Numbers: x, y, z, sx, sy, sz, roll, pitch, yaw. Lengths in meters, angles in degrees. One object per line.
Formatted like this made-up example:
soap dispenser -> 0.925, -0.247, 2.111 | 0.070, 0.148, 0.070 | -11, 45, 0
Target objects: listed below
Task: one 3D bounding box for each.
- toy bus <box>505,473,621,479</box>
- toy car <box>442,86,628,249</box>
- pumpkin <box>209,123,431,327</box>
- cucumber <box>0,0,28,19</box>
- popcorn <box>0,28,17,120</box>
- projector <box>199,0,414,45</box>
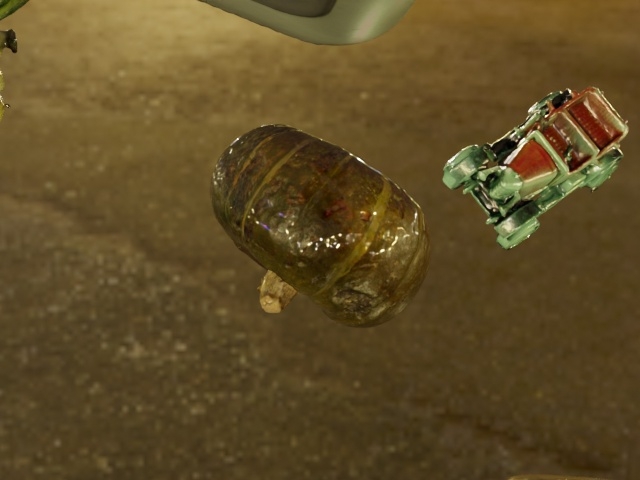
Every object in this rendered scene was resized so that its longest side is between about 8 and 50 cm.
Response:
toy bus -> 0.159, 0.285, 0.960 | 0.139, 0.289, 0.157 | 7, -13, 3
toy car -> 0.146, -0.053, 1.059 | 0.143, 0.073, 0.054 | -32, -9, -42
pumpkin -> 0.000, 0.000, 1.434 | 0.219, 0.162, 0.219 | 35, -5, 3
cucumber -> -0.185, -0.180, 1.011 | 0.070, 0.046, 0.220 | -21, 22, 48
popcorn -> -0.398, -0.164, 1.503 | 0.225, 0.249, 0.249 | -26, 21, -5
projector -> -0.015, -0.272, 0.868 | 0.248, 0.248, 0.249 | 22, -8, -4
